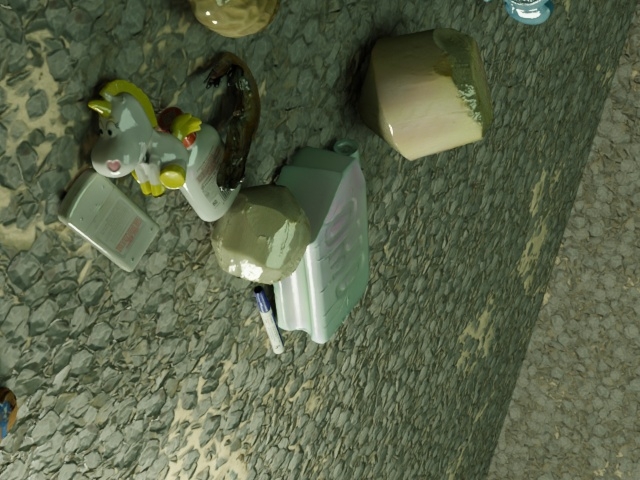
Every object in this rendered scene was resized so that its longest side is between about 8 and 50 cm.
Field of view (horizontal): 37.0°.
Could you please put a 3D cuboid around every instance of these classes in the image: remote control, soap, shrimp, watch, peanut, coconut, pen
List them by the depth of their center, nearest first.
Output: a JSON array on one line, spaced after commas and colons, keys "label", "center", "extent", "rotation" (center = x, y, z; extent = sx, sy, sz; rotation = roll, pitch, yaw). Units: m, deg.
[{"label": "peanut", "center": [-0.110, -0.400, 1.323], "extent": [0.197, 0.110, 0.233], "rotation": [6, 107, -61]}, {"label": "remote control", "center": [-0.299, -0.028, 1.358], "extent": [0.087, 0.029, 0.190], "rotation": [-60, 152, -12]}, {"label": "shrimp", "center": [-0.132, -0.184, 1.445], "extent": [0.152, 0.046, 0.219], "rotation": [58, 36, -59]}, {"label": "coconut", "center": [-0.096, -0.016, 1.588], "extent": [0.161, 0.161, 0.162], "rotation": [6, 104, -61]}, {"label": "soap", "center": [0.000, 0.000, 1.795], "extent": [0.208, 0.115, 0.346], "rotation": [-51, 149, -39]}, {"label": "coconut", "center": [0.190, -0.274, 1.814], "extent": [0.239, 0.244, 0.239], "rotation": [-10, 90, -71]}, {"label": "pen", "center": [-0.098, 0.155, 1.850], "extent": [0.025, 0.025, 0.204], "rotation": [-50, 148, -28]}, {"label": "watch", "center": [0.461, -0.607, 2.106], "extent": [0.193, 0.211, 0.210], "rotation": [-61, 155, -43]}]

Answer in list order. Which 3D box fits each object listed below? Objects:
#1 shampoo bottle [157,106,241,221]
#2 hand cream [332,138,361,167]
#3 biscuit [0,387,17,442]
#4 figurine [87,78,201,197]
[{"label": "shampoo bottle", "center": [-0.186, -0.122, 1.460], "extent": [0.108, 0.051, 0.221], "rotation": [-60, 151, -19]}, {"label": "hand cream", "center": [0.053, -0.065, 1.926], "extent": [0.331, 0.058, 0.085], "rotation": [88, 20, -47]}, {"label": "biscuit", "center": [-0.504, 0.290, 1.243], "extent": [0.280, 0.043, 0.183], "rotation": [-44, 142, -41]}, {"label": "figurine", "center": [-0.252, -0.139, 1.302], "extent": [0.178, 0.109, 0.129], "rotation": [27, 84, -44]}]
